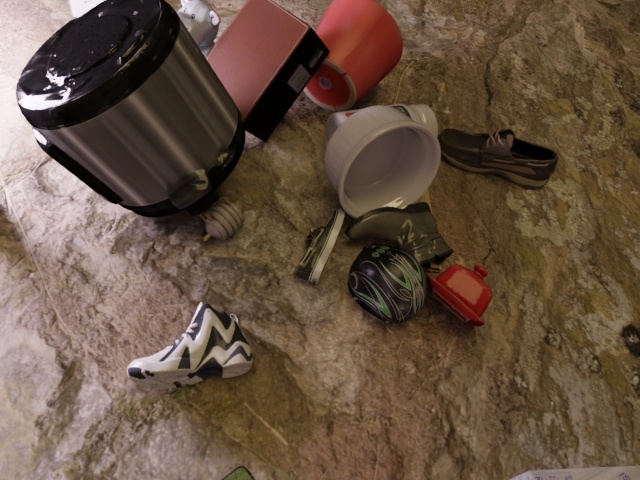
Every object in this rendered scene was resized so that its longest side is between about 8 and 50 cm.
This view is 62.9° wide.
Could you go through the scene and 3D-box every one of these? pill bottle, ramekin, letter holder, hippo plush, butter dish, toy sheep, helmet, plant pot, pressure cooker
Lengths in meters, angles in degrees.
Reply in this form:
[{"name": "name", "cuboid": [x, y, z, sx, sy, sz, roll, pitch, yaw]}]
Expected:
[{"name": "pill bottle", "cuboid": [0.168, -0.287, 1.437, 0.283, 0.161, 0.161, -13, 59, -22]}, {"name": "ramekin", "cuboid": [0.142, -0.193, 1.285, 0.277, 0.277, 0.135, -13, 44, -22]}, {"name": "letter holder", "cuboid": [-0.163, -0.459, 1.390, 0.214, 0.152, 0.302, 40, 99, 18]}, {"name": "hippo plush", "cuboid": [-0.321, -0.518, 1.440, 0.234, 0.237, 0.294, 39, 56, 16]}, {"name": "butter dish", "cuboid": [0.328, 0.106, 1.178, 0.160, 0.160, 0.118, 42, 88, 17]}, {"name": "toy sheep", "cuboid": [-0.228, -0.047, 1.218, 0.091, 0.091, 0.132, 39, 69, 15]}, {"name": "helmet", "cuboid": [0.157, 0.097, 1.165, 0.169, 0.169, 0.161, -33, 48, -31]}, {"name": "plant pot", "cuboid": [0.072, -0.534, 1.545, 0.274, 0.275, 0.243, 29, 65, 8]}, {"name": "pressure cooker", "cuboid": [-0.368, -0.256, 1.141, 0.375, 0.420, 0.370, 2, 59, 26]}]

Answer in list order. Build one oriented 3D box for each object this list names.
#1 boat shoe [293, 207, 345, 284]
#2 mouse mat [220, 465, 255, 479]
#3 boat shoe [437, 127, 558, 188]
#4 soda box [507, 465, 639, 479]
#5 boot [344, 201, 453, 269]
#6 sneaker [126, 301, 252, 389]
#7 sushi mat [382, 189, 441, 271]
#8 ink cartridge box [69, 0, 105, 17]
[{"name": "boat shoe", "cuboid": [0.000, 0.000, 1.242, 0.070, 0.078, 0.219, 23, 54, 2]}, {"name": "mouse mat", "cuboid": [-0.166, 0.500, 0.885, 0.189, 0.007, 0.153, -30, 66, -29]}, {"name": "boat shoe", "cuboid": [0.519, -0.270, 1.526, 0.355, 0.130, 0.132, 15, 53, -2]}, {"name": "soda box", "cuboid": [0.511, 0.489, 0.997, 0.286, 0.098, 0.091, 3, 54, -12]}, {"name": "boot", "cuboid": [0.196, 0.000, 1.265, 0.246, 0.083, 0.161, -12, 64, -19]}, {"name": "sneaker", "cuboid": [-0.259, 0.196, 1.029, 0.234, 0.094, 0.153, -6, 55, -18]}, {"name": "sushi mat", "cuboid": [0.226, -0.057, 1.372, 0.151, 0.019, 0.317, 6, 53, -8]}, {"name": "ink cartridge box", "cuboid": [-0.662, -0.771, 1.634, 0.154, 0.093, 0.212, 15, 51, -1]}]
